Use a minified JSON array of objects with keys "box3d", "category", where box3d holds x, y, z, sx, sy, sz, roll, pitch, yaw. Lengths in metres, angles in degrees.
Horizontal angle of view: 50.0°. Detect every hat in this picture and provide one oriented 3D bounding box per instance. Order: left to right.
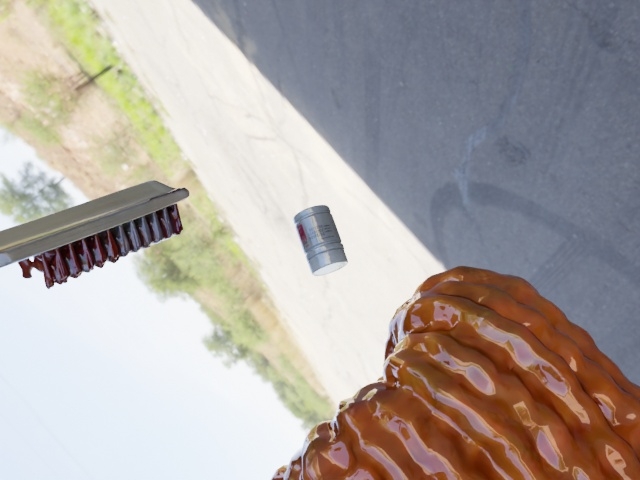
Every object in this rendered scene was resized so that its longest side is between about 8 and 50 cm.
[{"box3d":[0.175,0.201,0.422,0.400,0.285,0.285,30,167,14],"category":"hat"}]

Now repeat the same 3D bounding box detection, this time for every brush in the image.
[{"box3d":[-0.232,0.021,0.483,0.060,0.321,0.050,16,119,39],"category":"brush"}]

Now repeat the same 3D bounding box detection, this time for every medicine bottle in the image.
[{"box3d":[0.000,0.000,1.004,0.058,0.058,0.091,81,170,-74],"category":"medicine bottle"}]
